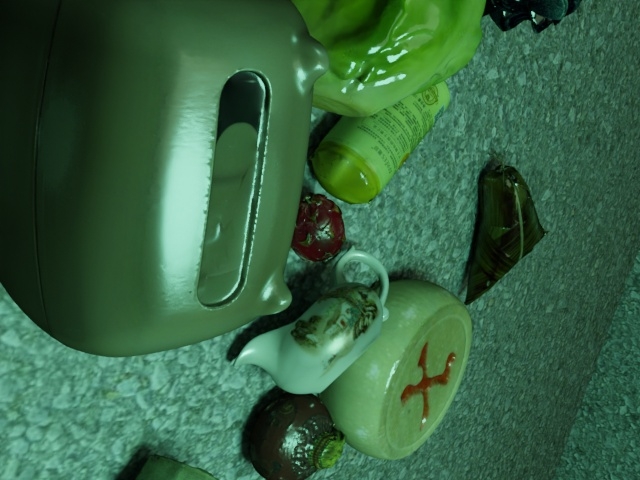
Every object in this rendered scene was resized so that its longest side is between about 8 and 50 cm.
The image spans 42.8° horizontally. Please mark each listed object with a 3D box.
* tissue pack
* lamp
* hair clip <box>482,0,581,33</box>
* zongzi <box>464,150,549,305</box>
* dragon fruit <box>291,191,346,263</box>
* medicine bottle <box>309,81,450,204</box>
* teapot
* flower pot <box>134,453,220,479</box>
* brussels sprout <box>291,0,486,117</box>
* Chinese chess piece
[{"bbox_3d":[-0.160,-0.082,0.795,0.267,0.277,0.387,-11,117,-47],"label":"tissue pack"},{"bbox_3d":[-0.036,0.323,1.316,0.157,0.135,0.156,-42,138,-29],"label":"lamp"},{"bbox_3d":[0.336,-0.460,1.327,0.206,0.195,0.310,-62,145,-18],"label":"hair clip"},{"bbox_3d":[0.347,-0.014,1.671,0.241,0.111,0.247,-48,137,-15],"label":"zongzi"},{"bbox_3d":[0.000,0.000,1.226,0.094,0.094,0.190,-55,155,-17],"label":"dragon fruit"},{"bbox_3d":[0.085,-0.160,1.217,0.239,0.124,0.124,-51,143,-20],"label":"medicine bottle"},{"bbox_3d":[0.007,0.135,1.263,0.298,0.139,0.204,-40,170,-34],"label":"teapot"},{"bbox_3d":[-0.214,0.408,1.103,0.212,0.212,0.202,57,48,-51],"label":"flower pot"},{"bbox_3d":[0.058,-0.282,0.980,0.294,0.260,0.227,-63,145,-10],"label":"brussels sprout"},{"bbox_3d":[0.145,0.234,1.505,0.338,0.141,0.338,-31,132,-40],"label":"Chinese chess piece"}]
